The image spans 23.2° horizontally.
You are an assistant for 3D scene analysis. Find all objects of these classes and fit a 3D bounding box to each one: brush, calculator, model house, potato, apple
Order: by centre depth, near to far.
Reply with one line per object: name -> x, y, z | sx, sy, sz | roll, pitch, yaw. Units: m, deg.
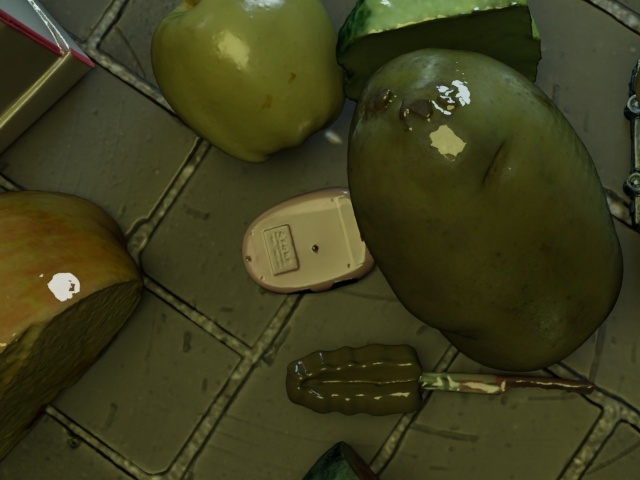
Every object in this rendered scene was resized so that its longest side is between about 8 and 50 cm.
potato -> 0.146, -0.033, 1.437 | 0.221, 0.243, 0.326 | -32, 112, 11
model house -> 0.105, -0.249, 1.507 | 0.195, 0.214, 0.189 | -9, 73, 10
brush -> 0.118, 0.137, 1.533 | 0.301, 0.084, 0.071 | 1, 89, 5
apple -> -0.070, -0.176, 1.534 | 0.200, 0.200, 0.200 | -1, 85, 10
apple -> -0.338, 0.090, 1.562 | 0.252, 0.314, 0.309 | 33, 100, -32
calculator -> 0.000, 0.000, 1.585 | 0.166, 0.024, 0.103 | -15, 82, 9

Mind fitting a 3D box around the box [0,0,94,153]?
box -> -0.470, -0.206, 1.544 | 0.312, 0.300, 0.314 | -42, 80, 3

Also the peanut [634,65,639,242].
peanut -> 0.372, -0.110, 1.408 | 0.192, 0.169, 0.387 | -3, 70, 40

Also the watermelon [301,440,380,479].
watermelon -> 0.031, 0.349, 1.451 | 0.188, 0.175, 0.322 | -41, 52, 1

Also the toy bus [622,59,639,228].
toy bus -> 0.330, -0.094, 1.524 | 0.065, 0.047, 0.166 | 0, 85, 6
